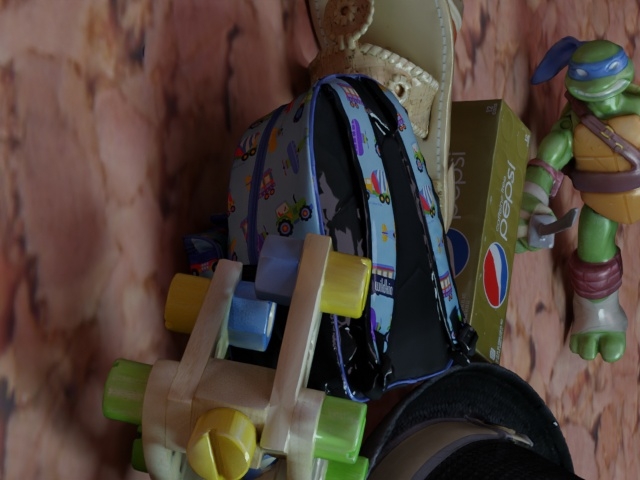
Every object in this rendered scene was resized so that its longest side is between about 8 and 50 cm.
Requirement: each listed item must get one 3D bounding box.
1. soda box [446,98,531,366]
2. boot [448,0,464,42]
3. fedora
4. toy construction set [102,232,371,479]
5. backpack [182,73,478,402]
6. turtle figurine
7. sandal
[{"bbox_3d":[0.099,-0.005,1.226,0.061,0.058,0.181,40,54,-55],"label":"soda box"},{"bbox_3d":[0.048,-0.142,1.136,0.158,0.059,0.084,40,59,-57],"label":"boot"},{"bbox_3d":[0.132,0.239,1.129,0.334,0.152,0.334,-18,113,-50],"label":"fedora"},{"bbox_3d":[-0.066,0.168,0.803,0.327,0.151,0.215,-57,163,-35],"label":"toy construction set"},{"bbox_3d":[0.000,0.000,0.971,0.158,0.117,0.173,-11,92,-63],"label":"backpack"},{"bbox_3d":[0.250,-0.005,1.379,0.198,0.275,0.266,-34,131,-18],"label":"turtle figurine"},{"bbox_3d":[0.035,-0.078,1.073,0.079,0.088,0.240,-61,146,-53],"label":"sandal"}]
